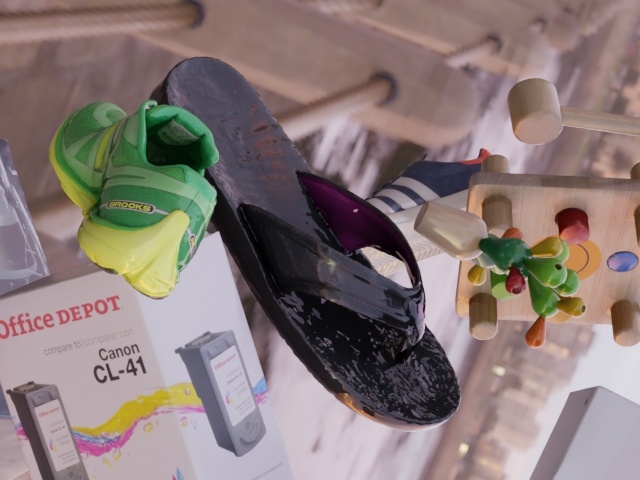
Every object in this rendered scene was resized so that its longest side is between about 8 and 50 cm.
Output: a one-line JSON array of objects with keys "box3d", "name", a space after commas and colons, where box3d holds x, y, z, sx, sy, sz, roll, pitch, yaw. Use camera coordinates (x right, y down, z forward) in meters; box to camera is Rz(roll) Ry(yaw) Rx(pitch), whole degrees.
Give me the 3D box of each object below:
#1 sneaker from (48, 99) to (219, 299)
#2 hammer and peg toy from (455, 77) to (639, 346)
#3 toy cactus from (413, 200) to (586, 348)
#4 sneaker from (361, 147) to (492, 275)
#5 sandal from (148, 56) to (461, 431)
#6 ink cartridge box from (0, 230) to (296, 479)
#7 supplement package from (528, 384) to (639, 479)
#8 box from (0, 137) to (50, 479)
[{"box3d": [-0.135, -0.051, 1.203, 0.123, 0.109, 0.295, -48, -152, 6], "name": "sneaker"}, {"box3d": [0.307, -0.019, 1.831, 0.361, 0.266, 0.127, 92, 1, -48], "name": "hammer and peg toy"}, {"box3d": [0.177, 0.020, 1.553, 0.112, 0.181, 0.219, -63, -172, 10], "name": "toy cactus"}, {"box3d": [0.119, -0.048, 2.303, 0.131, 0.350, 0.148, 74, 5, -49], "name": "sneaker"}, {"box3d": [-0.002, 0.000, 1.490, 0.107, 0.445, 0.167, -36, -178, 40], "name": "sandal"}, {"box3d": [-0.164, 0.168, 1.401, 0.131, 0.226, 0.306, -24, 97, -51], "name": "ink cartridge box"}, {"box3d": [0.319, 0.280, 1.403, 0.199, 0.263, 0.198, -63, 175, -5], "name": "supplement package"}, {"box3d": [-0.598, 0.080, 1.972, 0.297, 0.471, 0.480, -33, 156, 21], "name": "box"}]
